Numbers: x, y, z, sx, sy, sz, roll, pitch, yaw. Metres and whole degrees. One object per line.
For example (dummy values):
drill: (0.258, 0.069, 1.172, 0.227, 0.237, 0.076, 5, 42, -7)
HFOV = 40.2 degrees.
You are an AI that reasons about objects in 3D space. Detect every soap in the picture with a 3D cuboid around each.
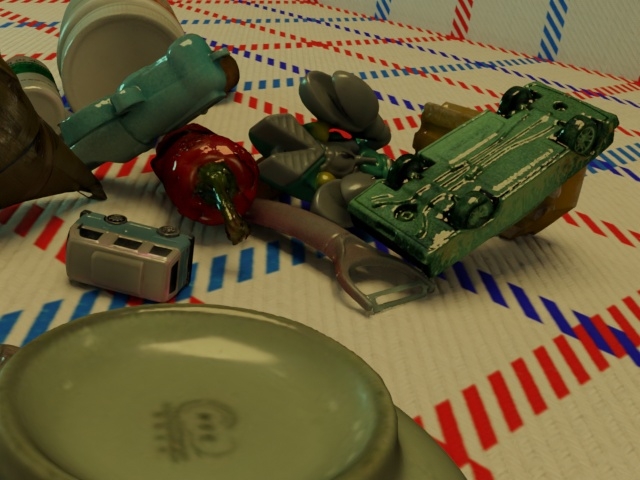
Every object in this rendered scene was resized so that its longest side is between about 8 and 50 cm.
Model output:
soap: (0.231, -0.092, 1.174, 0.232, 0.140, 0.073, 26, 28, 38)

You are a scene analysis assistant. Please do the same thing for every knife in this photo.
knife: (0.000, -0.002, 0.997, 0.123, 0.053, 0.278, -6, 26, -45)

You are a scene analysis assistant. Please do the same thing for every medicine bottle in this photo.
medicine bottle: (-0.446, -0.221, 1.329, 0.095, 0.095, 0.260, -1, 22, -22)
medicine bottle: (-0.320, -0.305, 1.424, 0.211, 0.211, 0.371, 2, 23, -16)

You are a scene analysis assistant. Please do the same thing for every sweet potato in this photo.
sweet potato: (-0.208, -0.313, 1.677, 0.108, 0.079, 0.346, -21, 23, 5)

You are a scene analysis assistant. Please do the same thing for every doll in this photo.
doll: (0.032, -0.118, 1.113, 0.258, 0.153, 0.195, -26, 84, -50)

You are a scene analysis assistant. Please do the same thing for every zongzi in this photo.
zongzi: (-0.374, -0.040, 0.935, 0.123, 0.289, 0.260, 20, 66, 27)

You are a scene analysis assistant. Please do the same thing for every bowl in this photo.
bowl: (-0.063, 0.148, 0.410, 0.353, 0.185, 0.354, 7, 21, -3)

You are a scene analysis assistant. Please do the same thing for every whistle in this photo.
whistle: (-0.221, -0.161, 1.096, 0.274, 0.093, 0.186, -32, 2, 19)

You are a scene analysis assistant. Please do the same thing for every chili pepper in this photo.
chili pepper: (-0.147, -0.088, 1.074, 0.110, 0.110, 0.387, 1, 14, -18)

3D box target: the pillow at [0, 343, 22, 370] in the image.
pillow: (-0.284, 0.123, 0.584, 0.135, 0.049, 0.248, 7, 18, 9)

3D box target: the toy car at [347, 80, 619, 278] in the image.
toy car: (0.191, -0.076, 1.011, 0.320, 0.097, 0.141, -33, 46, -23)

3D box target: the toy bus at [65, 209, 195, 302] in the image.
toy bus: (-0.194, 0.017, 0.864, 0.122, 0.060, 0.075, 13, 26, 8)

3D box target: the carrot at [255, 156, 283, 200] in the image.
carrot: (-0.049, -0.102, 1.207, 0.067, 0.067, 0.225, 15, 24, 18)
